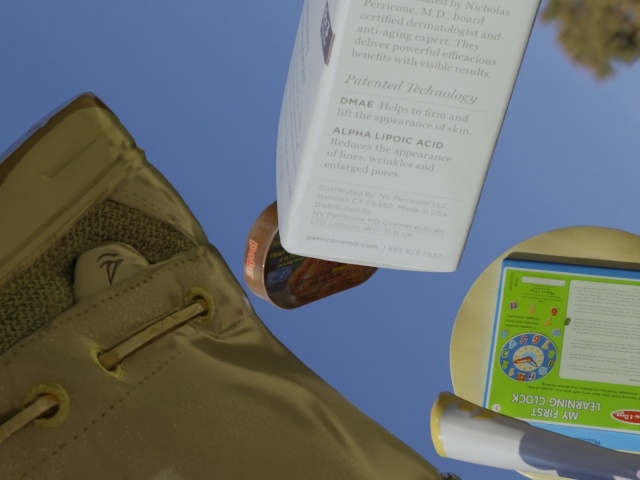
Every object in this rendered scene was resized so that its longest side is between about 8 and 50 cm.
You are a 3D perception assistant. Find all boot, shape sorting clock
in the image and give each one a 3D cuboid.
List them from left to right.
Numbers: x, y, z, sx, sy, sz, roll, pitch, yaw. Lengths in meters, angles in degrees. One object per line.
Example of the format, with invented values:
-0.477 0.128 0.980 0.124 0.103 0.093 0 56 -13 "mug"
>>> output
-0.048 0.085 0.345 0.165 0.077 0.213 44 -134 -8 "boot"
0.202 0.089 1.363 0.206 0.206 0.040 62 179 23 "shape sorting clock"

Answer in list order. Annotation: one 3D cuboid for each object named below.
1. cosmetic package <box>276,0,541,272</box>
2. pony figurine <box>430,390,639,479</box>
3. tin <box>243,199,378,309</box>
0.041 -0.111 0.745 0.085 0.231 0.117 7 -145 -8 "cosmetic package"
0.222 0.186 1.021 0.351 0.363 0.303 -56 -43 -62 "pony figurine"
0.000 0.000 1.695 0.040 0.106 0.190 27 -151 35 "tin"
